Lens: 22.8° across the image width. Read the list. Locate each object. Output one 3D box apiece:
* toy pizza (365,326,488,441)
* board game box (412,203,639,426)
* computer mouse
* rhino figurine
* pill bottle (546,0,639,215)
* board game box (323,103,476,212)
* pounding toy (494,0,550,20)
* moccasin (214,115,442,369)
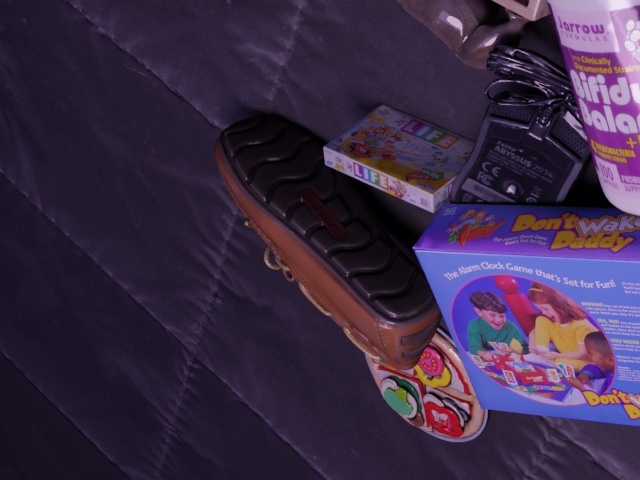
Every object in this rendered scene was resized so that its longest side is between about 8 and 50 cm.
[{"bbox_3d":[0.126,0.177,2.014,0.201,0.032,0.201,31,141,29],"label":"toy pizza"},{"bbox_3d":[0.291,0.080,1.608,0.347,0.078,0.233,3,131,37],"label":"board game box"},{"bbox_3d":[0.223,-0.087,1.619,0.188,0.072,0.272,30,141,3],"label":"computer mouse"},{"bbox_3d":[0.112,-0.261,1.593,0.243,0.073,0.106,41,142,19],"label":"rhino figurine"},{"bbox_3d":[0.288,-0.184,1.366,0.169,0.169,0.301,7,126,47],"label":"pill bottle"},{"bbox_3d":[0.095,-0.092,1.740,0.154,0.103,0.026,25,138,34],"label":"board game box"},{"bbox_3d":[0.204,-0.270,1.471,0.141,0.100,0.130,33,131,27],"label":"pounding toy"},{"bbox_3d":[0.002,-0.002,1.892,0.380,0.139,0.147,43,149,23],"label":"moccasin"}]
